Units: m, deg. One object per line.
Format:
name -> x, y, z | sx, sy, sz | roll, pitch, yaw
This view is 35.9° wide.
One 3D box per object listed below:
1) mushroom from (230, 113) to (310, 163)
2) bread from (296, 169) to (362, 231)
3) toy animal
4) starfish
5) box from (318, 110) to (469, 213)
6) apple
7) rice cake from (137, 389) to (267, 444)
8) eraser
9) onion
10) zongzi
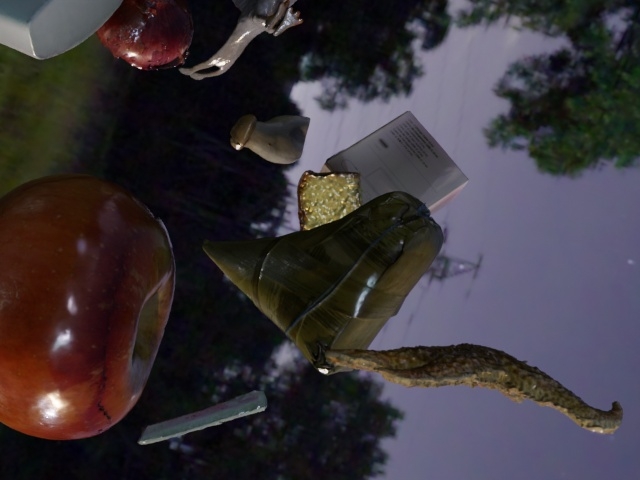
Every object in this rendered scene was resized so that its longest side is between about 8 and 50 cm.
mushroom -> -0.111, -0.225, 2.161 | 0.093, 0.225, 0.116 | 40, -59, 39
bread -> 0.027, -0.025, 1.875 | 0.134, 0.129, 0.260 | -92, 176, -71
toy animal -> -0.152, -0.429, 1.928 | 0.284, 0.225, 0.302 | -62, -147, 3
starfish -> 0.147, 0.134, 1.032 | 0.299, 0.302, 0.060 | 13, -91, 55
box -> 0.149, -0.124, 2.056 | 0.251, 0.203, 0.106 | -34, 167, -25
apple -> -0.271, 0.067, 1.032 | 0.251, 0.206, 0.272 | -73, 176, -69
rice cake -> -0.182, 0.273, 1.524 | 0.033, 0.207, 0.033 | 76, -3, -68
eraser -> -0.449, -0.371, 1.414 | 0.189, 0.290, 0.104 | -45, 149, -37
onion -> -0.283, -0.373, 1.631 | 0.147, 0.184, 0.184 | -34, -146, 48
zongzi -> 0.000, 0.000, 1.287 | 0.251, 0.274, 0.125 | -52, 157, 11
